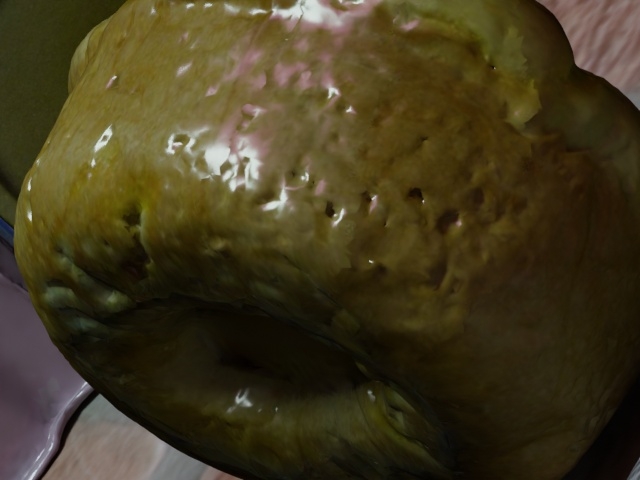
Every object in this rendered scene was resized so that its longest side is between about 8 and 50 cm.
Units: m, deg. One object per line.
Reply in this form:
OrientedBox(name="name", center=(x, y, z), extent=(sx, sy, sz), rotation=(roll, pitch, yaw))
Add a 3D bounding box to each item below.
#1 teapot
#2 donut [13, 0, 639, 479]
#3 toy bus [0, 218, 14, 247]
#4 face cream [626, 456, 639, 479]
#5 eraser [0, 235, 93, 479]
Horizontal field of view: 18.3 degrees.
OrientedBox(name="teapot", center=(-0.067, -0.077, 0.999), extent=(0.267, 0.185, 0.175), rotation=(-10, 0, 7))
OrientedBox(name="donut", center=(0.000, 0.000, 0.701), extent=(0.261, 0.208, 0.128), rotation=(-22, 35, 58))
OrientedBox(name="toy bus", center=(-0.289, 0.050, 1.239), extent=(0.236, 0.094, 0.079), rotation=(-44, 17, 1))
OrientedBox(name="face cream", center=(0.073, 0.135, 0.499), extent=(0.154, 0.096, 0.274), rotation=(102, -172, -49))
OrientedBox(name="eraser", center=(-0.313, 0.042, 0.958), extent=(0.272, 0.359, 0.122), rotation=(-54, 25, -14))
